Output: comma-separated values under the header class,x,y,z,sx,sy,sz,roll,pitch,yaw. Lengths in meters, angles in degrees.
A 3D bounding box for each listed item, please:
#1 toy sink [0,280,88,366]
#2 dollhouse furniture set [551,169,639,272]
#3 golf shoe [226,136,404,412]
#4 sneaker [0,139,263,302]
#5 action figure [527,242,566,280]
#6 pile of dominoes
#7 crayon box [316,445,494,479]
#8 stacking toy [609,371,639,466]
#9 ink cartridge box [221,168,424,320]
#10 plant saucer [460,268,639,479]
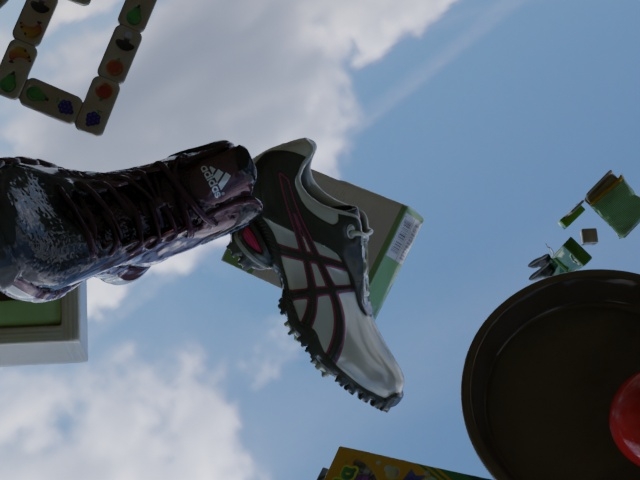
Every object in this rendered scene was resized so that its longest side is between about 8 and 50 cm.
class,x,y,z,sx,sy,sz,roll,pitch,yaw
toy sink,-0.342,0.037,1.302,0.234,0.153,0.131,-2,166,-5
dollhouse furniture set,0.355,-0.026,1.728,0.151,0.076,0.058,-42,175,-17
golf shoe,0.010,0.034,1.284,0.120,0.273,0.105,-36,-178,9
sneaker,-0.134,-0.034,0.998,0.162,0.106,0.281,-22,177,13
action figure,0.372,0.120,1.901,0.063,0.232,0.137,-35,-169,19
pile of dominoes,-0.259,-0.253,1.344,0.040,0.196,0.251,150,-39,-72
crayon box,0.093,0.413,1.938,0.323,0.083,0.203,7,-129,29
stacking toy,0.354,0.220,1.089,0.141,0.141,0.330,-36,-135,-10
ink cartridge box,0.000,0.000,1.823,0.235,0.056,0.171,24,-94,36
plant saucer,0.268,0.151,1.270,0.277,0.041,0.278,-2,-125,3
